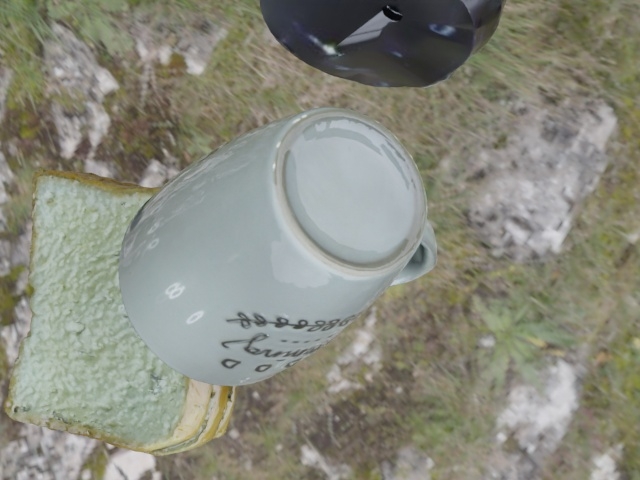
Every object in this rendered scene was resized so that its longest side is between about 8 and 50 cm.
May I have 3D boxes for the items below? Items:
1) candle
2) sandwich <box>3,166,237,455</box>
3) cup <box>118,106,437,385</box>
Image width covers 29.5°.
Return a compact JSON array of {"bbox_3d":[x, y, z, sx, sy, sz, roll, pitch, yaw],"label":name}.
[{"bbox_3d":[0.080,-0.313,1.043,0.221,0.221,0.342,34,60,-29],"label":"candle"},{"bbox_3d":[-0.191,0.072,1.233,0.095,0.249,0.273,6,91,-63],"label":"sandwich"},{"bbox_3d":[0.000,0.000,0.976,0.258,0.234,0.186,1,71,-32],"label":"cup"}]
